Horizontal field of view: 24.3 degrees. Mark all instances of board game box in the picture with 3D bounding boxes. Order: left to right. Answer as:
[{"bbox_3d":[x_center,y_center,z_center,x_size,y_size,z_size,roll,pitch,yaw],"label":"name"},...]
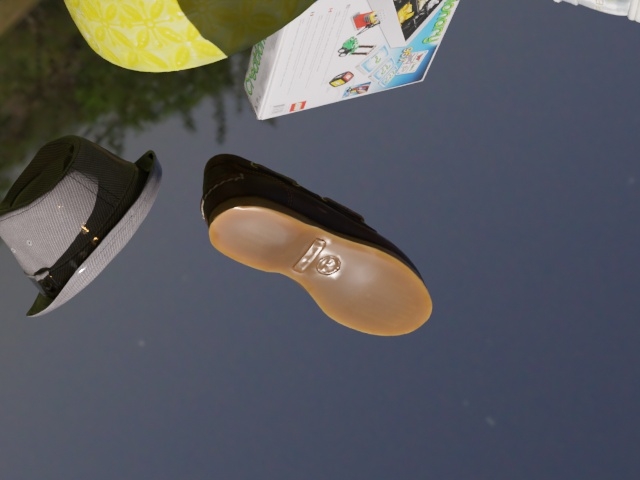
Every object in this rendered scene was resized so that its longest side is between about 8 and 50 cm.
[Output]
[{"bbox_3d":[0.043,-0.233,1.420,0.193,0.053,0.305,-15,157,-20],"label":"board game box"}]

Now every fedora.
[{"bbox_3d":[-0.309,-0.036,1.775,0.244,0.124,0.275,-57,-161,-21],"label":"fedora"}]

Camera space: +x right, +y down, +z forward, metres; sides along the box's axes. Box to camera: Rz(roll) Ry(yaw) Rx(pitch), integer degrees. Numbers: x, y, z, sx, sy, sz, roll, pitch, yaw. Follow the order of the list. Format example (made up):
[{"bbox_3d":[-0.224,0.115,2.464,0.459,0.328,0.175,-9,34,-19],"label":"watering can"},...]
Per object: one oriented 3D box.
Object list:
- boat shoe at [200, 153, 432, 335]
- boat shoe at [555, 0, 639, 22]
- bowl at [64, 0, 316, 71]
[{"bbox_3d":[0.000,0.000,1.085,0.073,0.207,0.073,-41,-143,21],"label":"boat shoe"},{"bbox_3d":[0.236,-0.293,1.128,0.118,0.103,0.320,89,13,-56],"label":"boat shoe"},{"bbox_3d":[-0.111,-0.294,1.193,0.289,0.156,0.289,-16,-132,19],"label":"bowl"}]
